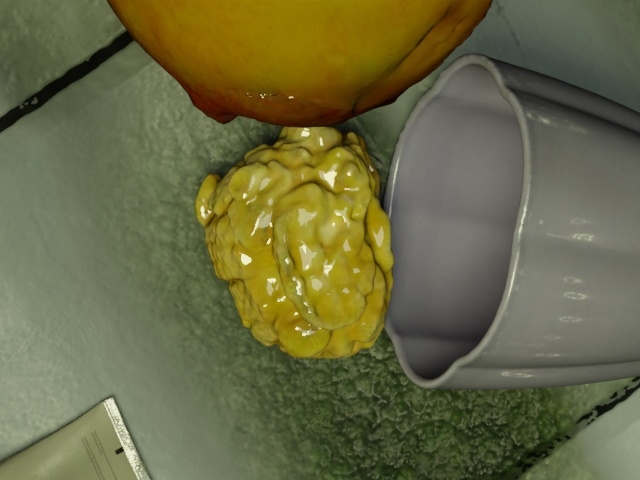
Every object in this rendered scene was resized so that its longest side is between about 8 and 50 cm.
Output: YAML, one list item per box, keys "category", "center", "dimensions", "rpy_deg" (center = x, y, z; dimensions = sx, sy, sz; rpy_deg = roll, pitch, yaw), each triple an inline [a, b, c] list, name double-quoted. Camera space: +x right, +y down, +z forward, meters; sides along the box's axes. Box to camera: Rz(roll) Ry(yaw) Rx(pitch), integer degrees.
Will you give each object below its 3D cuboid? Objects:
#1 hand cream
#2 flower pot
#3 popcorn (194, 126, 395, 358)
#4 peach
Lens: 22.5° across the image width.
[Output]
- category: "hand cream"
  center: [-0.238, 0.207, 1.329]
  dimensions: [0.186, 0.054, 0.087]
  rpy_deg: [-24, 92, -13]
- category: "flower pot"
  center: [0.200, 0.001, 1.302]
  dimensions: [0.243, 0.265, 0.265]
  rpy_deg: [9, 92, -24]
- category: "popcorn"
  center: [-0.019, -0.001, 1.308]
  dimensions: [0.163, 0.140, 0.194]
  rpy_deg: [5, 91, -14]
- category: "peach"
  center: [-0.025, -0.262, 1.214]
  dimensions: [0.373, 0.290, 0.372]
  rpy_deg: [-1, 98, -8]
